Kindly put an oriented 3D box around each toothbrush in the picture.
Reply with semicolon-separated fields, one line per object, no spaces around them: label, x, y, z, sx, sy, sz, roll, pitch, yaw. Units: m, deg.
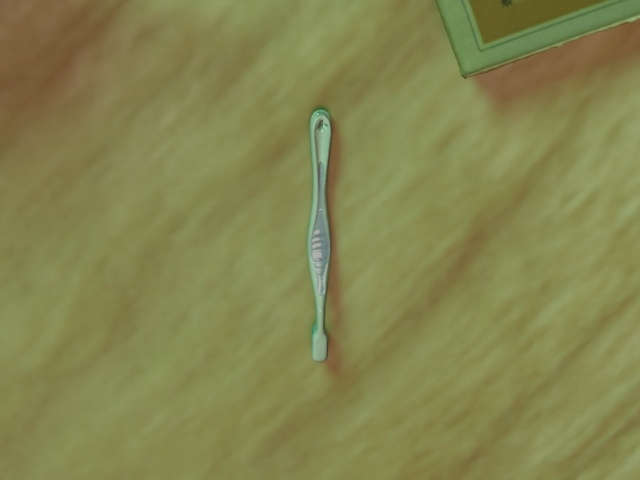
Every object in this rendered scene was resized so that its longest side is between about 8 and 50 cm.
toothbrush;0.000;0.000;0.795;0.011;0.013;0.131;-6;123;-11

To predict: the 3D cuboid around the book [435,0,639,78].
book;0.144;-0.173;0.684;0.242;0.018;0.170;-18;121;9
